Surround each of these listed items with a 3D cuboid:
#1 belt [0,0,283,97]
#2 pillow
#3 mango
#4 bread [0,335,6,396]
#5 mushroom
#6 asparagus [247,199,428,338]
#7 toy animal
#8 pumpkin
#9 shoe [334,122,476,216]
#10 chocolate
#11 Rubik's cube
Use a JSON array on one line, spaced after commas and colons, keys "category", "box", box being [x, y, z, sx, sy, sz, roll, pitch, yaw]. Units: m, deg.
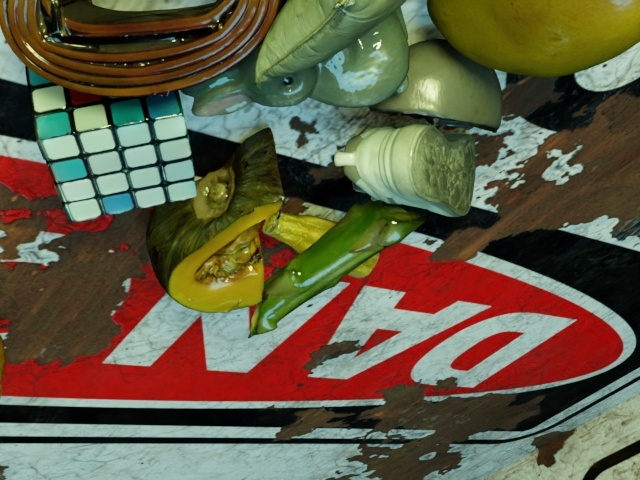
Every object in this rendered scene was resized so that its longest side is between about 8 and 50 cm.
[{"category": "belt", "box": [-0.164, -0.234, 0.782, 0.261, 0.105, 0.184, -2, 117, 6]}, {"category": "pillow", "box": [0.058, -0.255, 0.777, 0.302, 0.075, 0.185, -49, -168, -34]}, {"category": "mango", "box": [0.237, -0.274, 0.863, 0.173, 0.211, 0.317, -48, -166, -25]}, {"category": "bread", "box": [-0.622, 0.199, 1.272, 0.269, 0.143, 0.195, 0, 142, -30]}, {"category": "mushroom", "box": [0.156, -0.196, 1.059, 0.188, 0.141, 0.117, 9, 107, -39]}, {"category": "asparagus", "box": [0.005, 0.037, 1.256, 0.343, 0.082, 0.085, -33, 115, 17]}, {"category": "toy animal", "box": [-0.023, -0.191, 0.906, 0.251, 0.127, 0.125, -24, 157, -18]}, {"category": "pumpkin", "box": [-0.114, -0.012, 1.191, 0.280, 0.139, 0.190, -30, 143, 26]}, {"category": "shoe", "box": [0.118, -0.103, 1.178, 0.159, 0.124, 0.316, 4, 178, 23]}, {"category": "chocolate", "box": [0.000, 0.000, 1.323, 0.085, 0.086, 0.219, -37, 143, 30]}, {"category": "Rubik's cube", "box": [-0.231, -0.134, 0.931, 0.154, 0.151, 0.155, -13, 148, -9]}]
